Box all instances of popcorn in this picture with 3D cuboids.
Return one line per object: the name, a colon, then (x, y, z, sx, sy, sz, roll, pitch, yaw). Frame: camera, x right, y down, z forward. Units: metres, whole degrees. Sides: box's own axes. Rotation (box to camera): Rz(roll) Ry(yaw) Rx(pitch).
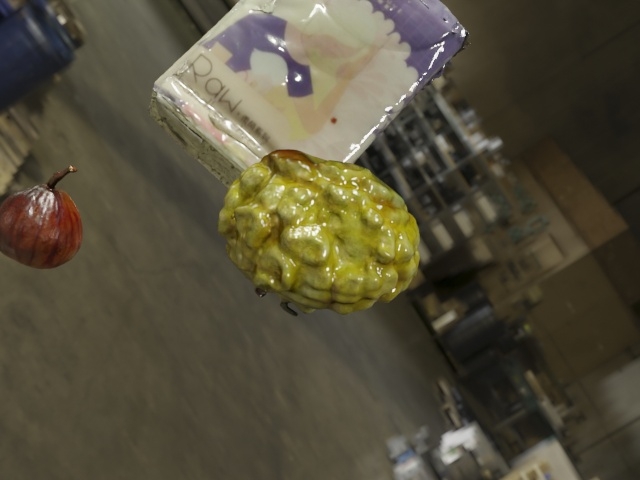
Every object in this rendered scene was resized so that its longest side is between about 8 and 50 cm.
popcorn: (-0.002, -0.002, 1.236, 0.218, 0.169, 0.189, 21, -6, -8)

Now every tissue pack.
tissue pack: (-0.015, -0.201, 1.426, 0.242, 0.343, 0.125, 43, -15, -2)

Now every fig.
fig: (-0.393, -0.026, 1.622, 0.150, 0.128, 0.128, 98, -27, -48)
